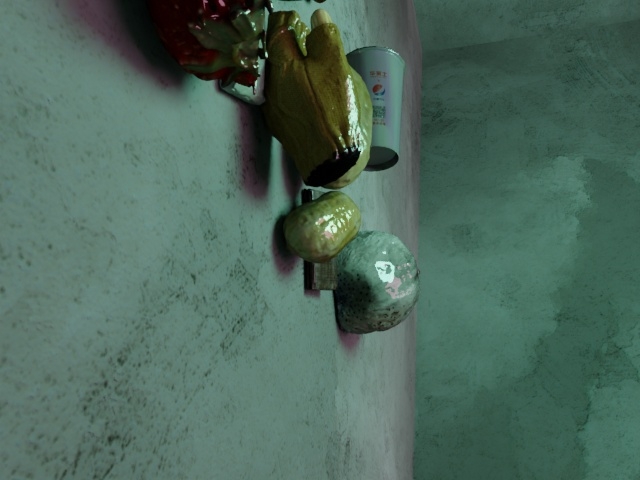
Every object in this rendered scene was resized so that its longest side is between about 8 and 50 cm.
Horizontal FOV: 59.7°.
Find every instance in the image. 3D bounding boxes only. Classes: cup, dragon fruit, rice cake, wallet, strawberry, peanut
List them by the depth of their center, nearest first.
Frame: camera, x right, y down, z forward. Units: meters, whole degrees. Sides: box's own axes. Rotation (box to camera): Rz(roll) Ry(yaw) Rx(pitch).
[{"bbox_3d":[-0.152,-0.344,0.698,0.253,0.150,0.280,164,-83,-77],"label":"strawberry"},{"bbox_3d":[-0.129,-0.352,0.937,0.127,0.043,0.237,10,77,-71],"label":"rice cake"},{"bbox_3d":[0.007,-0.029,1.154,0.224,0.129,0.129,-30,118,-49],"label":"peanut"},{"bbox_3d":[0.028,-0.264,1.222,0.158,0.174,0.340,91,6,-57],"label":"peanut"},{"bbox_3d":[0.000,0.000,1.282,0.124,0.042,0.230,9,80,-62],"label":"wallet"},{"bbox_3d":[0.158,0.124,1.504,0.221,0.203,0.283,-41,125,-67],"label":"dragon fruit"},{"bbox_3d":[0.138,-0.344,1.507,0.203,0.203,0.289,50,36,-62],"label":"cup"}]

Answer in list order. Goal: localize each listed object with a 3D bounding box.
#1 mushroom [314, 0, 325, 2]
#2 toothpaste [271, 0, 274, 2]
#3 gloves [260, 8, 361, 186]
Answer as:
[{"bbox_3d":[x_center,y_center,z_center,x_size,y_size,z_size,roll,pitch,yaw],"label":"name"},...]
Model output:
[{"bbox_3d":[-0.015,-0.633,1.336,0.123,0.052,0.123,-8,90,-67],"label":"mushroom"},{"bbox_3d":[-0.096,-0.521,1.040,0.062,0.037,0.216,58,22,-47],"label":"toothpaste"},{"bbox_3d":[-0.028,-0.275,1.024,0.203,0.155,0.357,136,-54,-59],"label":"gloves"}]
